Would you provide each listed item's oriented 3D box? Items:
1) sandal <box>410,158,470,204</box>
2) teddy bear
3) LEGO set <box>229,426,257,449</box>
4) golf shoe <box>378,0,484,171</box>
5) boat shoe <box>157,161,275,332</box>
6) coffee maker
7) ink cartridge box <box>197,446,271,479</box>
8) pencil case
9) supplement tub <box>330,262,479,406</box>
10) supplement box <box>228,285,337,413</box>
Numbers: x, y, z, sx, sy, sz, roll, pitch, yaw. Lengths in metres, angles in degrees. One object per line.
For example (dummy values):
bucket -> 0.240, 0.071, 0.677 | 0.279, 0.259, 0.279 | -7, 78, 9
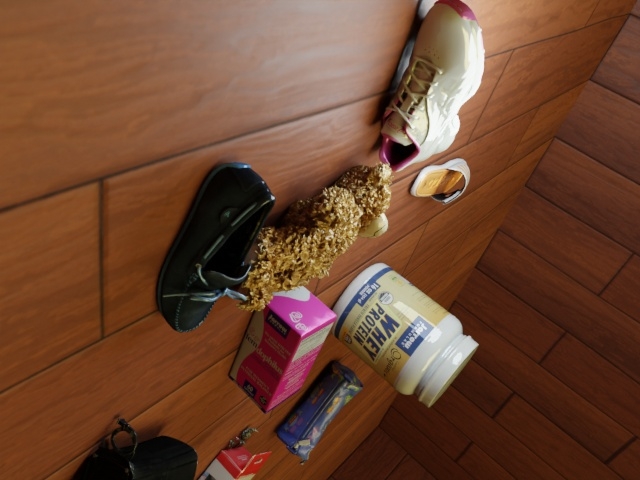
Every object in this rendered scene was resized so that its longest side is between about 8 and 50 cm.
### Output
sandal -> 0.301, -0.129, 1.305 | 0.265, 0.076, 0.102 | -20, 142, -52
teddy bear -> 0.000, 0.000, 0.883 | 0.338, 0.113, 0.245 | -27, 150, -45
LEGO set -> -0.197, 0.492, 1.373 | 0.083, 0.023, 0.054 | 4, 120, -48
golf shoe -> 0.166, -0.225, 0.863 | 0.140, 0.115, 0.306 | -38, 153, -23
boat shoe -> -0.136, 0.029, 0.689 | 0.109, 0.089, 0.258 | -22, 144, -50
coffee maker -> -0.286, 0.380, 0.896 | 0.171, 0.120, 0.178 | -54, 158, 5
ink cartridge box -> -0.240, 0.604, 1.377 | 0.231, 0.078, 0.134 | -50, 158, -3
pencil case -> -0.003, 0.511, 1.634 | 0.306, 0.119, 0.133 | -51, 180, -4
supplement tub -> 0.202, 0.230, 1.343 | 0.228, 0.316, 0.228 | -42, 155, -24
supplement box -> -0.075, 0.204, 1.044 | 0.114, 0.111, 0.220 | -20, 142, -51
